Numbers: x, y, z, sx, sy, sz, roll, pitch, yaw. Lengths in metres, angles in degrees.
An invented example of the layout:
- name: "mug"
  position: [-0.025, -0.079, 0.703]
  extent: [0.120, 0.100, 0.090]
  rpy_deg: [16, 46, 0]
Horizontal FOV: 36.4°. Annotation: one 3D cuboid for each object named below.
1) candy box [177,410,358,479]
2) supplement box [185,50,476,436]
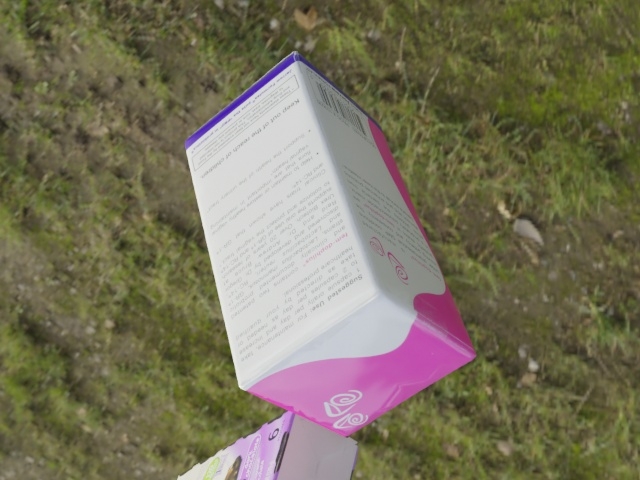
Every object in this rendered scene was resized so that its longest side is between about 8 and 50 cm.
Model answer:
- name: "candy box"
  position: [-0.068, 0.248, 0.785]
  extent: [0.070, 0.164, 0.196]
  rpy_deg: [34, 136, -19]
- name: "supplement box"
  position: [0.000, 0.000, 0.648]
  extent: [0.114, 0.220, 0.111]
  rpy_deg: [-36, 136, 19]
